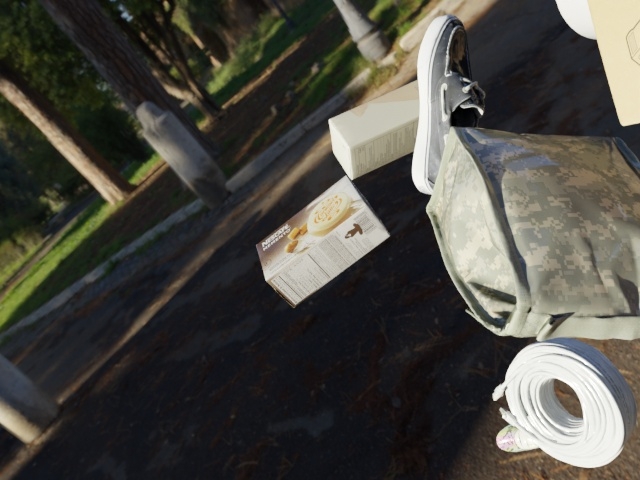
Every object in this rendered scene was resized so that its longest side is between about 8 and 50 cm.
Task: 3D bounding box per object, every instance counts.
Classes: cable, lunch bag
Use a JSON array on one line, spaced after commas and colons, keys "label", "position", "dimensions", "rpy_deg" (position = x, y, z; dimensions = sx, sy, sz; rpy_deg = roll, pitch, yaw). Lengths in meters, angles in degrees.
[{"label": "cable", "position": [0.498, 0.325, 1.123], "dimensions": [0.089, 0.257, 0.257], "rpy_deg": [-14, 43, -33]}, {"label": "lunch bag", "position": [0.276, 0.007, 0.637], "dimensions": [0.235, 0.169, 0.287], "rpy_deg": [2, 40, -7]}]

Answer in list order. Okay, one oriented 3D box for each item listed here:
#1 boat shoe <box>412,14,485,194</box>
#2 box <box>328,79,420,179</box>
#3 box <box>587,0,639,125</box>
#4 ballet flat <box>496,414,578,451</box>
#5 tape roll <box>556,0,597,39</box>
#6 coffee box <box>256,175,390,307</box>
[{"label": "boat shoe", "position": [0.223, -0.226, 0.918], "dimensions": [0.102, 0.108, 0.302], "rpy_deg": [5, 87, 49]}, {"label": "box", "position": [0.189, -0.306, 1.508], "dimensions": [0.311, 0.148, 0.121], "rpy_deg": [-25, 60, -9]}, {"label": "box", "position": [0.359, -0.207, 0.544], "dimensions": [0.021, 0.165, 0.201], "rpy_deg": [-21, 9, -14]}, {"label": "ballet flat", "position": [0.560, 0.491, 1.402], "dimensions": [0.221, 0.077, 0.079], "rpy_deg": [-11, -1, 2]}, {"label": "tape roll", "position": [0.657, -0.586, 1.202], "dimensions": [0.286, 0.286, 0.100], "rpy_deg": [-41, 21, -3]}, {"label": "coffee box", "position": [0.000, 0.000, 1.137], "dimensions": [0.246, 0.098, 0.141], "rpy_deg": [-37, 32, 9]}]
